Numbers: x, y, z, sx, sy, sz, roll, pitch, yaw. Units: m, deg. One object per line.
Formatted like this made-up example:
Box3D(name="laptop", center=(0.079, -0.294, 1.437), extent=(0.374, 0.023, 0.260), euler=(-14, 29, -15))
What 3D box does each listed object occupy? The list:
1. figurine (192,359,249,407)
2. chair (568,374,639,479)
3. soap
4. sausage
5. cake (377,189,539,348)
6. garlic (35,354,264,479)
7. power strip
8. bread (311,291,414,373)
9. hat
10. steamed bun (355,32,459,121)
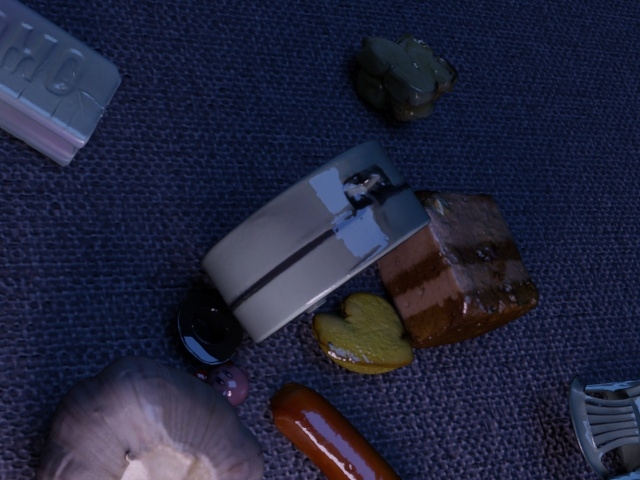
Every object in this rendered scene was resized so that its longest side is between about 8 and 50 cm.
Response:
Box3D(name="figurine", center=(-0.140, 0.218, 1.747), extent=(0.083, 0.071, 0.067), euler=(-36, 131, -32))
Box3D(name="chair", center=(0.564, 0.329, 2.087), extent=(0.274, 0.190, 0.203), euler=(-10, 70, -6))
Box3D(name="soap", center=(-0.461, -0.263, 1.759), extent=(0.289, 0.095, 0.173), euler=(33, 53, -16))
Box3D(name="sausage", center=(0.041, 0.338, 1.796), extent=(0.300, 0.083, 0.089), euler=(48, 63, -3))
Box3D(name="cake", center=(0.222, 0.025, 2.005), extent=(0.196, 0.198, 0.293), euler=(-7, 70, -33))
Box3D(name="garlic", center=(-0.224, 0.305, 1.525), extent=(0.317, 0.259, 0.318), euler=(3, 82, -22))
Box3D(name="power strip", center=(0.000, 0.000, 1.760), extent=(0.357, 0.357, 0.161), euler=(-32, 86, -40))
Box3D(name="bread", center=(0.059, 0.154, 1.920), extent=(0.187, 0.065, 0.149), euler=(8, 52, -26))
Box3D(name="hat", center=(-0.177, 0.140, 1.772), extent=(0.121, 0.050, 0.121), euler=(17, 52, -23))
Box3D(name="steamed bun", center=(0.148, -0.306, 2.180), extent=(0.192, 0.106, 0.177), euler=(37, 37, 3))
